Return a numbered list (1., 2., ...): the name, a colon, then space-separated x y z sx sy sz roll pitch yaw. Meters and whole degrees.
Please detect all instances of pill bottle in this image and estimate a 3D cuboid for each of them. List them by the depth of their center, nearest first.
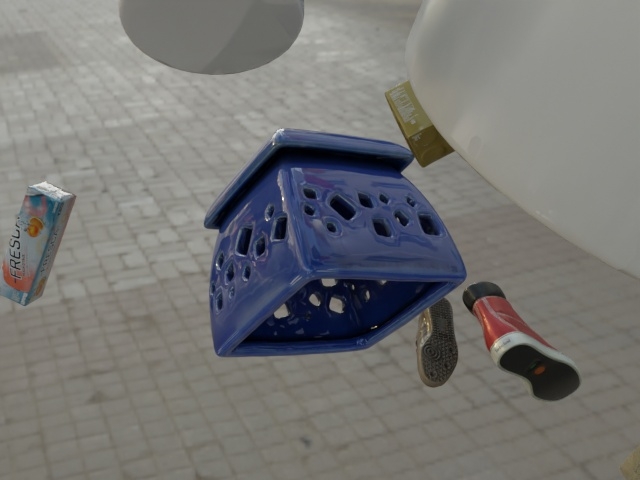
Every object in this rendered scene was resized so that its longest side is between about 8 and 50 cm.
1. pill bottle: -0.054 -0.181 0.483 0.112 0.112 0.187 -3 62 0

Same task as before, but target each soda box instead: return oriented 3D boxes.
1. soda box: 0.154 -0.140 0.886 0.181 0.061 0.058 -27 60 7
2. soda box: -0.439 0.005 1.503 0.058 0.183 0.063 24 15 4

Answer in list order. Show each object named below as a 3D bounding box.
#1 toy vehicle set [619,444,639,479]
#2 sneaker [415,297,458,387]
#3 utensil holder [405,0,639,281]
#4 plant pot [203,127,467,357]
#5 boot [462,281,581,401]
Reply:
1. toy vehicle set: 0.447 0.230 1.159 0.166 0.035 0.267 -29 -22 0
2. sneaker: 0.192 0.182 1.656 0.066 0.071 0.188 18 46 -4
3. utensil holder: 0.253 -0.198 0.469 0.327 0.385 0.328 16 35 -12
4. plant pot: 0.000 0.000 1.176 0.236 0.212 0.236 3 -30 -34
5. boot: 0.329 0.159 1.612 0.088 0.244 0.176 -40 43 15
